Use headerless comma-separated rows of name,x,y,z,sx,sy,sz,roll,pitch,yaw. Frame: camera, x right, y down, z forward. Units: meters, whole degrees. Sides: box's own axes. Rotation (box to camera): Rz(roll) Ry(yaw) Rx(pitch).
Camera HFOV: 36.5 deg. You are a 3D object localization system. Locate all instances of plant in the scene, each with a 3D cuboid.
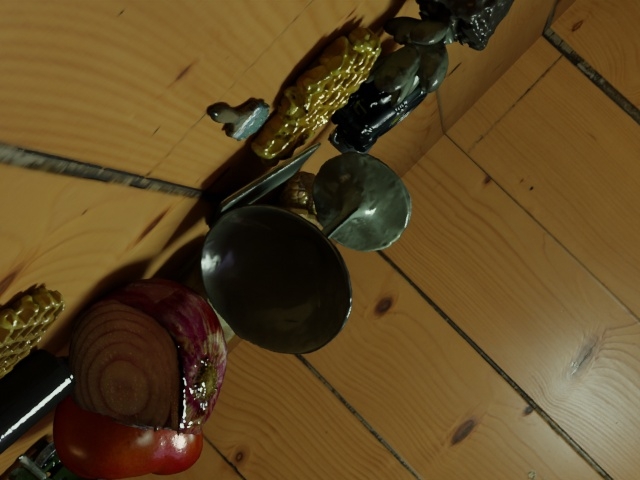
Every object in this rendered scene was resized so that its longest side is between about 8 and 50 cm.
plant,0.181,-0.338,1.548,0.274,0.149,0.146,-49,157,11

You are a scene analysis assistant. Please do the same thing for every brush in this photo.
brush,-0.115,-0.166,1.309,0.070,0.021,0.196,-45,171,11

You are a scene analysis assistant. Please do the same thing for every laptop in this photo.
laptop,-0.099,-0.089,1.618,0.188,0.015,0.269,-33,180,-13

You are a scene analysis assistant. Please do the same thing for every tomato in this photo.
tomato,-0.372,0.342,1.869,0.299,0.226,0.298,-1,174,0

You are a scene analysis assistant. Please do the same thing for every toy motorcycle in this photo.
toy motorcycle,-0.578,0.544,2.068,0.275,0.205,0.127,-49,176,-16

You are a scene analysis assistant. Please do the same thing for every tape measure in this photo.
tape measure,0.108,-0.256,1.748,0.186,0.112,0.199,-37,179,-4

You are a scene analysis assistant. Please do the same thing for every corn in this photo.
corn,-0.064,-0.054,2.031,0.101,0.101,0.291,-41,169,-30

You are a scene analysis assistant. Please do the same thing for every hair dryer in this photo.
hair dryer,-0.495,0.274,1.497,0.197,0.089,0.251,-44,-177,-33

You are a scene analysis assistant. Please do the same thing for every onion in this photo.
onion,-0.262,0.186,1.577,0.256,0.272,0.230,-61,162,17

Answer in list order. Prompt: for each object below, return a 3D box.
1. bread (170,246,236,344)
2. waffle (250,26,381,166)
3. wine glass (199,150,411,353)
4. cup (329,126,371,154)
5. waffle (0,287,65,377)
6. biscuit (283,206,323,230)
bread,-0.206,0.115,1.779,0.210,0.110,0.192,-47,-151,8
waffle,-0.006,-0.220,1.485,0.249,0.056,0.253,-43,176,-14
wine glass,0.000,0.000,1.699,0.267,0.267,0.406,-49,176,31
cup,0.065,-0.210,1.968,0.077,0.078,0.100,-51,142,10
waffle,-0.407,0.133,1.251,0.191,0.038,0.191,-43,174,-6
biscuit,-0.102,-0.002,1.977,0.203,0.041,0.260,0,154,-30
